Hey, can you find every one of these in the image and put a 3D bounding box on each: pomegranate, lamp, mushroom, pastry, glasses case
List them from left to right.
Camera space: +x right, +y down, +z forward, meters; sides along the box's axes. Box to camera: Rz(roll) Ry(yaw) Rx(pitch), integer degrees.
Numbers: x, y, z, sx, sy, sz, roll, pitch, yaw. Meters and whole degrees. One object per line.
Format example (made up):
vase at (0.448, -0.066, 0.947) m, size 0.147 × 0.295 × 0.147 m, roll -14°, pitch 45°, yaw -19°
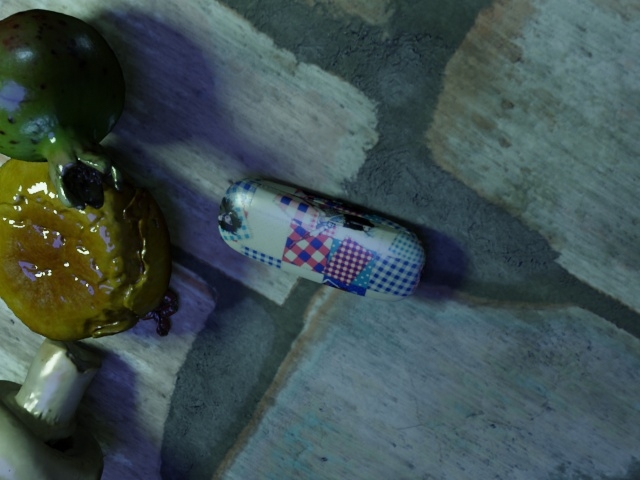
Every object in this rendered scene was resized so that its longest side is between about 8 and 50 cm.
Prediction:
mushroom at (-0.479, 0.321, 1.956) m, size 0.292 × 0.292 × 0.290 m, roll 38°, pitch 93°, yaw -3°
pomegranate at (-0.374, -0.193, 1.623) m, size 0.306 × 0.242 × 0.242 m, roll 45°, pitch 122°, yaw 1°
pastry at (-0.397, 0.010, 1.790) m, size 0.356 × 0.164 × 0.356 m, roll 12°, pitch 124°, yaw 18°
lamp at (-0.267, 0.116, 1.880) m, size 0.063 × 0.031 × 0.083 m, roll 34°, pitch 118°, yaw -1°
glasses case at (0.000, 0.000, 1.698) m, size 0.327 × 0.076 × 0.125 m, roll 19°, pitch 123°, yaw 10°
